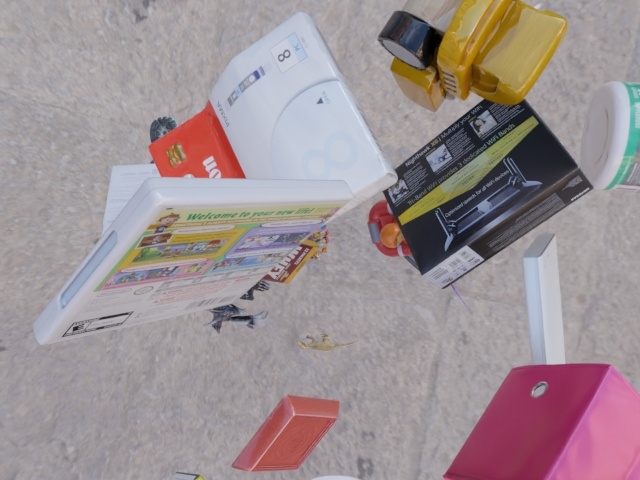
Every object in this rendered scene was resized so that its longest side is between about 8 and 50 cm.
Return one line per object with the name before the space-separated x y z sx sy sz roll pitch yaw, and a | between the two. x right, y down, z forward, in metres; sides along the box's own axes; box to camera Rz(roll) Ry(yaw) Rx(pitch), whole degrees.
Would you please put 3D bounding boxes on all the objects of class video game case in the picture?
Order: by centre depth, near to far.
video game case | -0.098 0.013 0.495 0.212 0.193 0.023 -6 62 -52

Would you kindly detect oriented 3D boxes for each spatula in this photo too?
spatula | 0.347 0.111 1.817 0.296 0.084 0.030 36 101 -11

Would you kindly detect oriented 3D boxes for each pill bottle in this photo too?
pill bottle | 0.696 -0.181 1.103 0.361 0.204 0.204 5 90 6

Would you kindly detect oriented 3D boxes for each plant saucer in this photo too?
plant saucer | -0.079 0.545 1.641 0.259 0.048 0.258 25 105 -49

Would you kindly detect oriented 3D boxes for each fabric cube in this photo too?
fabric cube | 0.422 0.395 1.021 0.259 0.254 0.258 46 65 -6

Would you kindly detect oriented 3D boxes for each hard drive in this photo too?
hard drive | 0.477 0.157 1.263 0.040 0.203 0.308 -2 103 30

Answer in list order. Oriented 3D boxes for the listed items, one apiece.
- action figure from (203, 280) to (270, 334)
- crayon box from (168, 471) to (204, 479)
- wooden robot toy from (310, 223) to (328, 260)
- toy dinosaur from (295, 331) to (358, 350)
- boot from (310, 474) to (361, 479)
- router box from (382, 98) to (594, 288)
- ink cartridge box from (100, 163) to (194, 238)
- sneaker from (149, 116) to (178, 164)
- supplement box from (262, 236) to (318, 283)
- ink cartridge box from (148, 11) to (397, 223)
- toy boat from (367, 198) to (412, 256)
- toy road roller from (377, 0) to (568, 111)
action figure | -0.197 0.135 1.508 0.141 0.276 0.164 6 114 11
crayon box | -0.308 0.717 1.191 0.363 0.106 0.313 -41 110 -45
wooden robot toy | 0.000 0.000 1.608 0.076 0.079 0.173 -18 126 -24
toy dinosaur | 0.012 0.297 1.689 0.183 0.092 0.053 2 97 -14
boot | -0.015 0.320 0.691 0.190 0.086 0.069 -23 64 16
router box | 0.276 -0.099 1.061 0.309 0.243 0.081 -37 137 22
ink cartridge box | -0.436 -0.090 1.516 0.223 0.045 0.224 -1 67 9
sneaker | -0.470 -0.232 1.850 0.110 0.122 0.283 4 79 2
supplement box | -0.145 -0.018 1.415 0.191 0.194 0.129 14 123 -47
ink cartridge box | -0.109 -0.140 0.992 0.385 0.091 0.308 -30 77 14
toy boat | 0.201 -0.025 1.446 0.151 0.231 0.151 -27 105 -48
toy road roller | 0.258 -0.318 0.986 0.240 0.329 0.202 35 95 15
